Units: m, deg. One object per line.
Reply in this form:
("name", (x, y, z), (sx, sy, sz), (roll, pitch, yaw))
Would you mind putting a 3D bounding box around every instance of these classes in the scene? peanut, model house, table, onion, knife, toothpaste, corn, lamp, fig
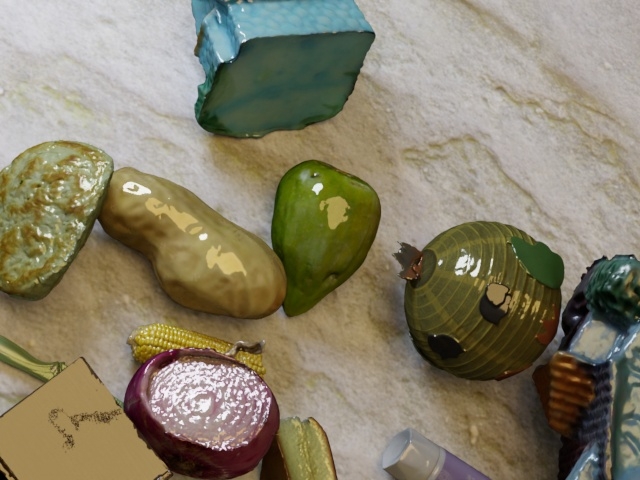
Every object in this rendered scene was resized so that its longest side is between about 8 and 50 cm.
("peanut", (-0.193, 0.013, 1.596), (0.319, 0.147, 0.147), (35, 64, -4))
("model house", (-0.096, -0.326, 1.729), (0.261, 0.226, 0.241), (-9, 61, -26))
("table", (-0.332, 0.286, 1.424), (0.172, 0.169, 0.193), (-37, 92, -24))
("onion", (-0.165, 0.245, 1.503), (0.207, 0.200, 0.200), (-4, 74, -20))
("knife", (-0.378, 0.184, 1.535), (0.293, 0.020, 0.043), (33, 67, -8))
("toothpaste", (0.257, 0.418, 1.659), (0.371, 0.080, 0.125), (36, 64, -11))
("model house", (0.438, 0.258, 1.649), (0.297, 0.360, 0.339), (34, 77, 8))
("corn", (-0.179, 0.166, 1.587), (0.206, 0.067, 0.067), (14, 68, -15))
("lamp", (0.227, 0.077, 1.656), (0.284, 0.250, 0.250), (29, 64, -23))
("fig", (0.002, -0.014, 1.663), (0.167, 0.167, 0.233), (22, 59, -12))

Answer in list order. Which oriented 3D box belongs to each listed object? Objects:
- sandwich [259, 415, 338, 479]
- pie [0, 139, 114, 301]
("sandwich", (-0.021, 0.380, 1.558), (0.094, 0.096, 0.258), (-4, 72, -28))
("pie", (-0.387, -0.032, 1.541), (0.201, 0.090, 0.248), (11, 69, 31))
